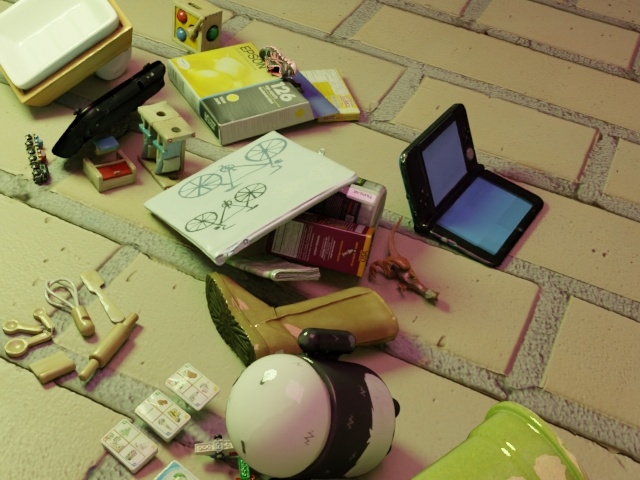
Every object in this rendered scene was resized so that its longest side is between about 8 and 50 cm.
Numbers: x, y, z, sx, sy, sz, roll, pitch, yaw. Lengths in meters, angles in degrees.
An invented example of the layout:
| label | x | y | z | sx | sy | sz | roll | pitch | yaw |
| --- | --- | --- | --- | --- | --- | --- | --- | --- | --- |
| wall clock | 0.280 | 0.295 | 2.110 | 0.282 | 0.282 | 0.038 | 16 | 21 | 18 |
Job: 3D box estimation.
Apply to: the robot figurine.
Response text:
| label | x | y | z | sx | sy | sz | roll | pitch | yaw |
| --- | --- | --- | --- | --- | --- | --- | --- | --- | --- |
| robot figurine | -0.008 | 0.250 | 1.277 | 0.278 | 0.173 | 0.209 | 16 | 47 | -48 |

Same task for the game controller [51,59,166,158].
| label | x | y | z | sx | sy | sz | roll | pitch | yaw |
| --- | --- | --- | --- | --- | --- | --- | --- | --- | --- |
| game controller | -0.440 | -0.278 | 1.889 | 0.067 | 0.166 | 0.319 | 53 | 36 | -12 |

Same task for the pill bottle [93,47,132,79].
| label | x | y | z | sx | sy | sz | roll | pitch | yaw |
| --- | --- | --- | --- | --- | --- | --- | --- | --- | --- |
| pill bottle | -0.561 | -0.469 | 2.131 | 0.208 | 0.119 | 0.119 | 26 | 42 | 20 |

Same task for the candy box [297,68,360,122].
| label | x | y | z | sx | sy | sz | roll | pitch | yaw |
| --- | --- | --- | --- | --- | --- | --- | --- | --- | --- |
| candy box | 0.017 | -0.353 | 2.178 | 0.105 | 0.027 | 0.206 | -4 | 41 | -15 |

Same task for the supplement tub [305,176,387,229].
| label | x | y | z | sx | sy | sz | roll | pitch | yaw |
| --- | --- | --- | --- | --- | --- | --- | --- | --- | --- |
| supplement tub | 0.026 | -0.080 | 1.777 | 0.190 | 0.117 | 0.117 | 19 | 40 | 11 |

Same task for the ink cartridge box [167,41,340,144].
| label | x | y | z | sx | sy | sz | roll | pitch | yaw |
| --- | --- | --- | --- | --- | --- | --- | --- | --- | --- |
| ink cartridge box | -0.158 | -0.360 | 2.105 | 0.307 | 0.072 | 0.303 | -20 | 46 | -22 |

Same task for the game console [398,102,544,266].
| label | x | y | z | sx | sy | sz | roll | pitch | yaw |
| --- | --- | --- | --- | --- | --- | --- | --- | --- | --- |
| game console | 0.318 | -0.123 | 1.858 | 0.173 | 0.250 | 0.293 | 2 | 30 | 35 |

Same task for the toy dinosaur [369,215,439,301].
| label | x | y | z | sx | sy | sz | roll | pitch | yaw |
| --- | --- | --- | --- | --- | --- | --- | --- | --- | --- |
| toy dinosaur | 0.147 | 0.045 | 1.708 | 0.112 | 0.064 | 0.211 | 2 | 45 | -38 |

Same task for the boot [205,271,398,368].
| label | x | y | z | sx | sy | sz | roll | pitch | yaw |
| --- | --- | --- | --- | --- | --- | --- | --- | --- | --- |
| boot | -0.038 | 0.121 | 1.553 | 0.269 | 0.089 | 0.236 | -12 | 46 | -29 |

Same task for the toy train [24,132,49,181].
| label | x | y | z | sx | sy | sz | roll | pitch | yaw |
| --- | --- | --- | --- | --- | --- | --- | --- | --- | --- |
| toy train | -0.577 | -0.171 | 1.836 | 0.036 | 0.027 | 0.158 | -6 | 42 | -23 |

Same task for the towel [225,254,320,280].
| label | x | y | z | sx | sy | sz | roll | pitch | yaw |
| --- | --- | --- | --- | --- | --- | --- | --- | --- | --- |
| towel | -0.088 | 0.045 | 1.607 | 0.113 | 0.023 | 0.152 | 2 | 10 | -43 |

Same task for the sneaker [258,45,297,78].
| label | x | y | z | sx | sy | sz | roll | pitch | yaw |
| --- | --- | --- | --- | --- | --- | --- | --- | --- | --- |
| sneaker | -0.110 | -0.411 | 2.091 | 0.057 | 0.047 | 0.119 | -33 | 53 | -29 |

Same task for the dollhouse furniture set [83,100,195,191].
| label | x | y | z | sx | sy | sz | roll | pitch | yaw |
| --- | --- | --- | --- | --- | --- | --- | --- | --- | --- |
| dollhouse furniture set | -0.363 | -0.175 | 1.803 | 0.183 | 0.129 | 0.129 | -19 | 47 | -32 |

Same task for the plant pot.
| label | x | y | z | sx | sy | sz | roll | pitch | yaw |
| --- | --- | --- | --- | --- | --- | --- | --- | --- | --- |
| plant pot | 0.193 | 0.386 | 1.161 | 0.254 | 0.276 | 0.276 | -22 | 48 | -17 |

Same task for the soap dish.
| label | x | y | z | sx | sy | sz | roll | pitch | yaw |
| --- | --- | --- | --- | --- | --- | --- | --- | --- | --- |
| soap dish | -0.577 | -0.449 | 1.995 | 0.291 | 0.118 | 0.229 | -36 | 66 | -4 |

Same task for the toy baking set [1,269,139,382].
| label | x | y | z | sx | sy | sz | roll | pitch | yaw |
| --- | --- | --- | --- | --- | --- | --- | --- | --- | --- |
| toy baking set | -0.408 | 0.133 | 1.496 | 0.196 | 0.030 | 0.256 | 22 | 41 | 15 |

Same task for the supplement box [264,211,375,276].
| label | x | y | z | sx | sy | sz | roll | pitch | yaw |
| --- | --- | --- | --- | --- | --- | --- | --- | --- | --- |
| supplement box | 0.000 | 0.000 | 1.675 | 0.188 | 0.081 | 0.104 | 14 | 10 | 5 |

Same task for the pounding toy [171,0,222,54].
| label | x | y | z | sx | sy | sz | roll | pitch | yaw |
| --- | --- | --- | --- | --- | --- | --- | --- | --- | --- |
| pounding toy | -0.310 | -0.539 | 2.257 | 0.141 | 0.130 | 0.100 | 34 | 45 | 27 |

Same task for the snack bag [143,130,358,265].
| label | x | y | z | sx | sy | sz | roll | pitch | yaw |
| --- | --- | --- | --- | --- | --- | --- | --- | --- | --- |
| snack bag | -0.128 | -0.089 | 1.684 | 0.323 | 0.037 | 0.342 | -31 | 33 | -20 |

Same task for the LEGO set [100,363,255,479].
| label | x | y | z | sx | sy | sz | roll | pitch | yaw |
| --- | --- | --- | --- | --- | --- | --- | --- | --- | --- |
| LEGO set | -0.174 | 0.314 | 1.332 | 0.244 | 0.060 | 0.182 | 31 | 56 | 26 |
